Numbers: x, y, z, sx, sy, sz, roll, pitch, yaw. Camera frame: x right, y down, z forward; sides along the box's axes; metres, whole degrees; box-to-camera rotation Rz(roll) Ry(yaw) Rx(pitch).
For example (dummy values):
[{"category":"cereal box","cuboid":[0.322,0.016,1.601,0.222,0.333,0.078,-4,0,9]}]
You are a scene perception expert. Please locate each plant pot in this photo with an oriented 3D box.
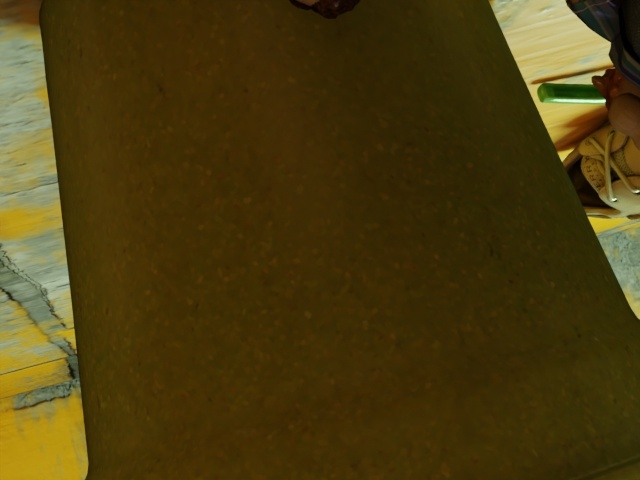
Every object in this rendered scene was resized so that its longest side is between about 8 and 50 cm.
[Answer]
[{"category":"plant pot","cuboid":[0.000,0.000,0.613,0.276,0.253,0.276,-15,174,-2]}]

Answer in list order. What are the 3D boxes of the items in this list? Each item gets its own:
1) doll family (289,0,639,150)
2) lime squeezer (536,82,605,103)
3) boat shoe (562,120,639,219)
[{"category":"doll family","cuboid":[0.091,-0.084,0.458,0.118,0.263,0.163,-48,168,-14]},{"category":"lime squeezer","cuboid":[0.320,-0.128,1.111,0.310,0.058,0.110,-16,173,7]},{"category":"boat shoe","cuboid":[0.288,-0.066,1.336,0.098,0.109,0.302,-16,178,-7]}]
